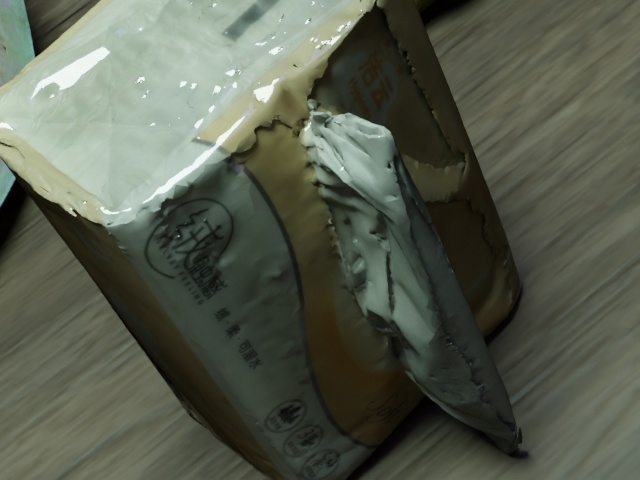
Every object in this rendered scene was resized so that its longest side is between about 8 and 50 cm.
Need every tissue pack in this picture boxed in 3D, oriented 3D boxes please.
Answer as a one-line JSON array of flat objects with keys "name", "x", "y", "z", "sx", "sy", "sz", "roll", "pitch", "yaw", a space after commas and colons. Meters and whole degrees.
[{"name": "tissue pack", "x": 0.000, "y": 0.000, "z": 0.862, "sx": 0.238, "sy": 0.305, "sz": 0.239, "roll": -11, "pitch": 51, "yaw": 14}]

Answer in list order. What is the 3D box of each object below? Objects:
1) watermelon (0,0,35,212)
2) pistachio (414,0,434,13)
[{"name": "watermelon", "x": -0.375, "y": -0.090, "z": 1.168, "sx": 0.222, "sy": 0.319, "sz": 0.292, "roll": -26, "pitch": 1, "yaw": 39}, {"name": "pistachio", "x": 0.027, "y": -0.216, "z": 1.155, "sx": 0.189, "sy": 0.100, "sz": 0.110, "roll": -5, "pitch": 32, "yaw": 14}]
